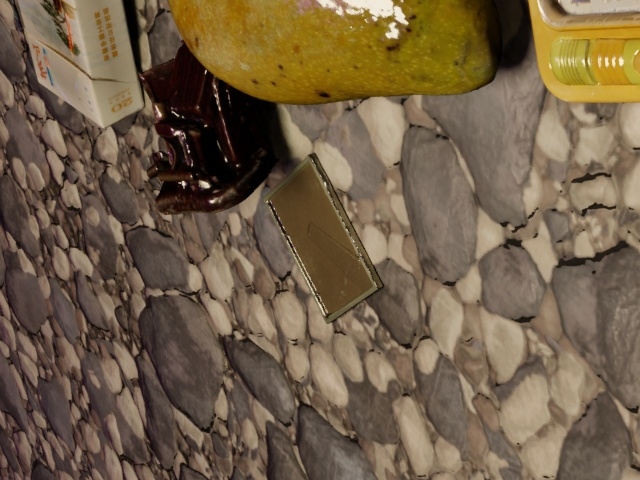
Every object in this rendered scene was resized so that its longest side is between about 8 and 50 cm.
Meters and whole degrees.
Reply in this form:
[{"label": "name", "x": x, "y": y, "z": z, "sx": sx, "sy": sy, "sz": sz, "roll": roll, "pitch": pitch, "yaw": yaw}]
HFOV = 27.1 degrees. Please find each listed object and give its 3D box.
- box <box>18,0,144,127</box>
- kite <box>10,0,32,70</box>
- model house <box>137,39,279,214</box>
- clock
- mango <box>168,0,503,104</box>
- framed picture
[{"label": "box", "x": -0.279, "y": -0.259, "z": 1.483, "sx": 0.149, "sy": 0.067, "sz": 0.233, "roll": 36, "pitch": 144, "yaw": 42}, {"label": "kite", "x": -0.390, "y": -0.337, "z": 1.668, "sx": 0.141, "sy": 0.015, "sz": 0.245, "roll": -7, "pitch": 101, "yaw": 58}, {"label": "model house", "x": -0.126, "y": -0.120, "z": 1.315, "sx": 0.203, "sy": 0.141, "sz": 0.164, "roll": -4, "pitch": 115, "yaw": 57}, {"label": "clock", "x": 0.203, "y": -0.195, "z": 0.858, "sx": 0.143, "sy": 0.096, "sz": 0.202, "roll": 10, "pitch": 115, "yaw": 55}, {"label": "mango", "x": -0.002, "y": -0.197, "z": 1.080, "sx": 0.329, "sy": 0.176, "sz": 0.175, "roll": 21, "pitch": 83, "yaw": 52}, {"label": "framed picture", "x": 0.000, "y": 0.000, "z": 1.318, "sx": 0.149, "sy": 0.011, "sz": 0.109, "roll": 63, "pitch": 146, "yaw": 8}]
